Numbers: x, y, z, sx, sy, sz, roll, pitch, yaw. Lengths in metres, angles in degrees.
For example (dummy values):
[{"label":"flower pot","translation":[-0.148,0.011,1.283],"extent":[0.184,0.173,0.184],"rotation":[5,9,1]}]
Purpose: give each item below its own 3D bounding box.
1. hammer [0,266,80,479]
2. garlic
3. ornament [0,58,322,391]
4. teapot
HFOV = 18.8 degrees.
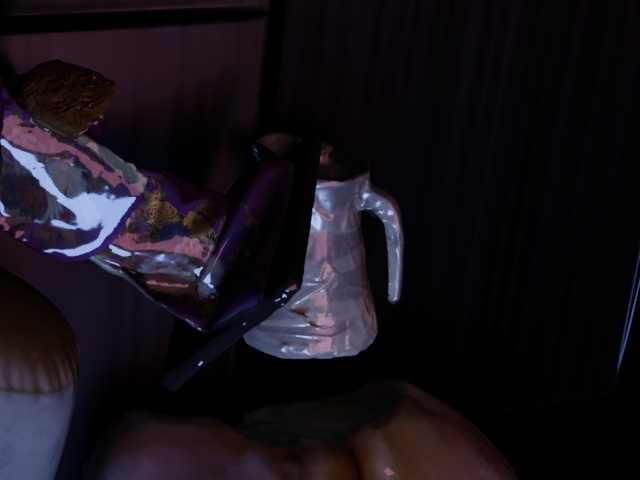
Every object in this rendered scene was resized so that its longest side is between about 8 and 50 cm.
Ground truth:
[{"label":"hammer","translation":[-0.243,0.081,0.651],"extent":[0.305,0.113,0.202],"rotation":[12,107,-28]},{"label":"garlic","translation":[0.001,0.174,0.830],"extent":[0.217,0.110,0.228],"rotation":[-9,119,-29]},{"label":"ornament","translation":[-0.101,-0.029,0.670],"extent":[0.203,0.081,0.088],"rotation":[29,131,-29]},{"label":"teapot","translation":[0.000,0.000,0.764],"extent":[0.067,0.057,0.083],"rotation":[4,112,11]}]
